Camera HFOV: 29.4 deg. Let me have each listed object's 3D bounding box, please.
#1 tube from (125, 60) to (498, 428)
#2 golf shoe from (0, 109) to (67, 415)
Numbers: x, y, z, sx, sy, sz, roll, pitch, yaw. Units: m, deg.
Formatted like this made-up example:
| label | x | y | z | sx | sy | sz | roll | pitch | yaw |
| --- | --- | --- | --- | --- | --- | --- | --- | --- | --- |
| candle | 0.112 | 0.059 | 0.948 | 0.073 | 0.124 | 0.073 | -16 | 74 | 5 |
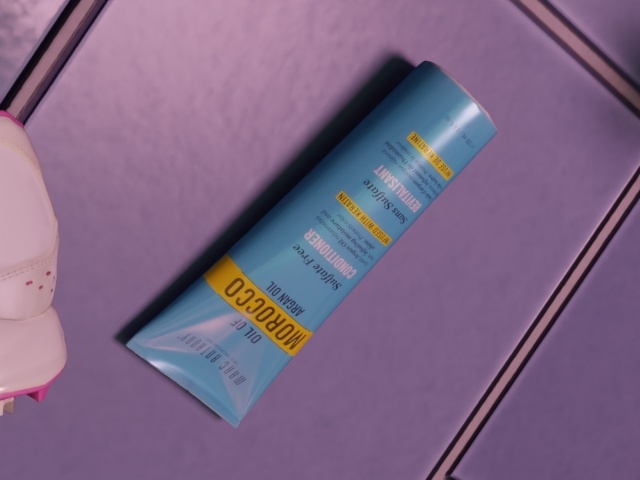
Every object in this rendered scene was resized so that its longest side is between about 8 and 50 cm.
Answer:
| label | x | y | z | sx | sy | sz | roll | pitch | yaw |
| --- | --- | --- | --- | --- | --- | --- | --- | --- | --- |
| tube | 0.000 | 0.000 | 0.620 | 0.207 | 0.052 | 0.080 | -46 | 114 | 2 |
| golf shoe | -0.248 | 0.002 | 0.471 | 0.306 | 0.115 | 0.140 | 1 | 97 | -33 |
